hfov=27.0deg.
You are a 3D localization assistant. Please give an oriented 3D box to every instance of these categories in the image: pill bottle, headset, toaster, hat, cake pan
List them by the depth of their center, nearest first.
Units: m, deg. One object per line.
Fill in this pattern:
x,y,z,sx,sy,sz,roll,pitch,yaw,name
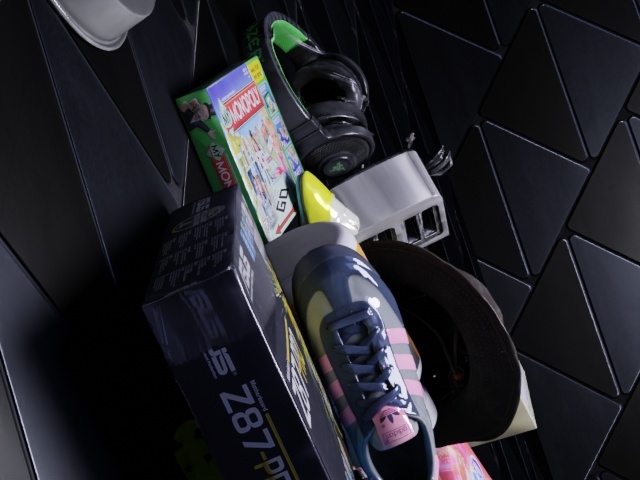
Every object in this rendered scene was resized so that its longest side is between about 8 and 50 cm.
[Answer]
-0.257,-0.348,1.422,0.293,0.054,0.293,-20,90,-77,cake pan
0.024,0.128,1.605,0.278,0.162,0.162,60,17,-24,pill bottle
0.136,0.111,1.724,0.134,0.331,0.331,-40,113,-43,hat
0.102,-0.045,2.066,0.110,0.168,0.185,60,-6,30,toaster
0.037,-0.203,2.090,0.394,0.185,0.243,47,25,-34,headset

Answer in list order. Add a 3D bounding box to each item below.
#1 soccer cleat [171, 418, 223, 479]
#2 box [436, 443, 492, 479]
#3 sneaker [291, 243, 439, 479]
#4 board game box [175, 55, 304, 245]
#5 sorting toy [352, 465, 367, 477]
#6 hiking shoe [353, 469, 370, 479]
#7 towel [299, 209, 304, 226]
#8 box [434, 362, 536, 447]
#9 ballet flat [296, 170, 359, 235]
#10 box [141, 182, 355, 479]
-0.088,0.251,1.245,0.072,0.060,0.179,29,40,-72,soccer cleat
0.162,0.376,1.868,0.300,0.142,0.154,56,19,-46,box
0.063,0.154,1.459,0.131,0.112,0.319,-121,-173,-64,sneaker
-0.094,-0.119,1.763,0.317,0.046,0.213,-61,131,-72,board game box
0.025,0.288,1.695,0.075,0.045,0.083,32,36,-39,sorting toy
0.057,0.339,1.630,0.227,0.086,0.114,53,25,-48,hiking shoe
0.000,0.000,2.000,0.148,0.027,0.110,-95,159,-47,towel
0.190,0.210,2.055,0.117,0.214,0.243,-95,160,-45,box
0.020,0.000,1.855,0.077,0.077,0.231,-80,164,-54,ballet flat
-0.059,0.135,1.299,0.395,0.097,0.318,-103,169,-78,box
